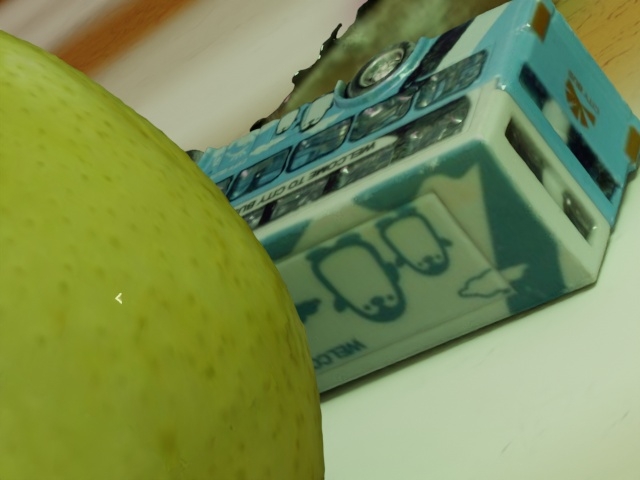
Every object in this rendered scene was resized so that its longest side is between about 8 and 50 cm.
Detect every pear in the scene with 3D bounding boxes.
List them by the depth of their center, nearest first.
[{"bbox_3d":[-0.168,0.089,0.658,0.348,0.348,0.348,-35,19,14],"label":"pear"}]

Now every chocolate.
[{"bbox_3d":[0.041,-0.092,1.055,0.261,0.083,0.161,-47,2,-29],"label":"chocolate"}]

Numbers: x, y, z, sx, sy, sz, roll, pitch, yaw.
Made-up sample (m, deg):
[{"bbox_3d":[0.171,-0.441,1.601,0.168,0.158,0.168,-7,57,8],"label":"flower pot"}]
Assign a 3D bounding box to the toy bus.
[{"bbox_3d":[0.000,0.000,0.894,0.297,0.106,0.131,-25,27,33],"label":"toy bus"}]
